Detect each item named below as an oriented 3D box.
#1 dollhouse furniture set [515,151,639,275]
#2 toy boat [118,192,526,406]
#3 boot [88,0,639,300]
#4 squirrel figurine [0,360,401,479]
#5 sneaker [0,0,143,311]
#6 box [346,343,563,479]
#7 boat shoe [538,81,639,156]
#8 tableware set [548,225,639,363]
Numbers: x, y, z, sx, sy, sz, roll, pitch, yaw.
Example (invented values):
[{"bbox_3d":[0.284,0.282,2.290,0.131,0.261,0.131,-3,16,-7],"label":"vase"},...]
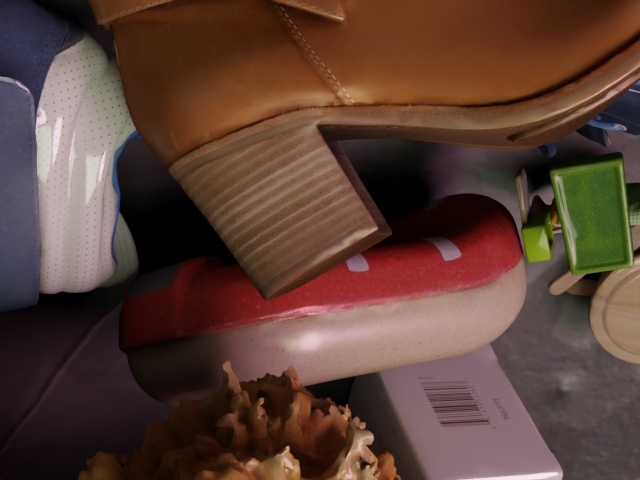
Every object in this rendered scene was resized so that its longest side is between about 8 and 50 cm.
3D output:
[{"bbox_3d":[0.148,-0.029,0.840,0.076,0.152,0.059,-8,102,14],"label":"dollhouse furniture set"},{"bbox_3d":[0.000,0.000,0.823,0.231,0.151,0.151,-7,84,-37],"label":"toy boat"},{"bbox_3d":[0.033,-0.130,0.706,0.283,0.220,0.109,-30,175,5],"label":"boot"},{"bbox_3d":[-0.069,0.222,0.756,0.370,0.281,0.397,8,158,-13],"label":"squirrel figurine"},{"bbox_3d":[-0.212,0.021,0.755,0.236,0.130,0.323,21,110,-27],"label":"sneaker"},{"bbox_3d":[0.070,0.169,0.971,0.091,0.130,0.171,-1,126,-20],"label":"box"},{"bbox_3d":[0.157,-0.082,0.815,0.258,0.109,0.089,21,141,-11],"label":"boat shoe"},{"bbox_3d":[0.251,0.004,0.947,0.194,0.039,0.128,-38,116,20],"label":"tableware set"}]
